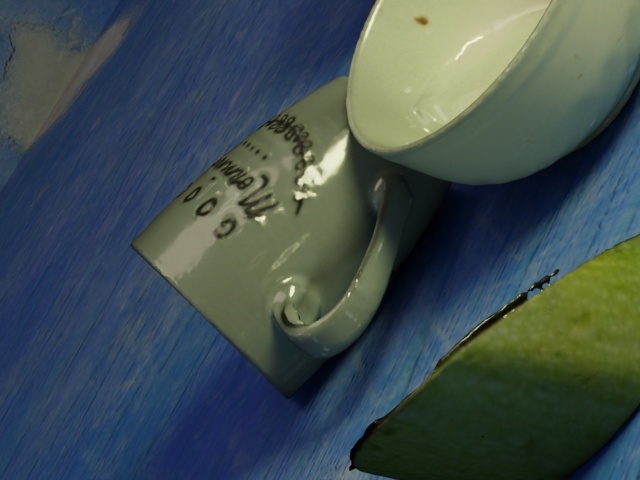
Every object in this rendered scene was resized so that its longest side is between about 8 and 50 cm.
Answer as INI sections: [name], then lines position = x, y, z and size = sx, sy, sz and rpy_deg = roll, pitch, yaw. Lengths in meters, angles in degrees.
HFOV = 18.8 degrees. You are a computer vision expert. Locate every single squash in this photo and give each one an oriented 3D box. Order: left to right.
[squash]
position = 0.116, 0.068, 1.207
size = 0.237, 0.155, 0.204
rpy_deg = -48, 21, 20

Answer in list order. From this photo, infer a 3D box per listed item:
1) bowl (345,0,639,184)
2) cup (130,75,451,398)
[bowl]
position = 0.157, -0.155, 1.493
size = 0.277, 0.145, 0.277
rpy_deg = -41, 30, 30
[cup]
position = 0.000, 0.000, 1.592
size = 0.234, 0.186, 0.258
rpy_deg = -45, 30, -2
